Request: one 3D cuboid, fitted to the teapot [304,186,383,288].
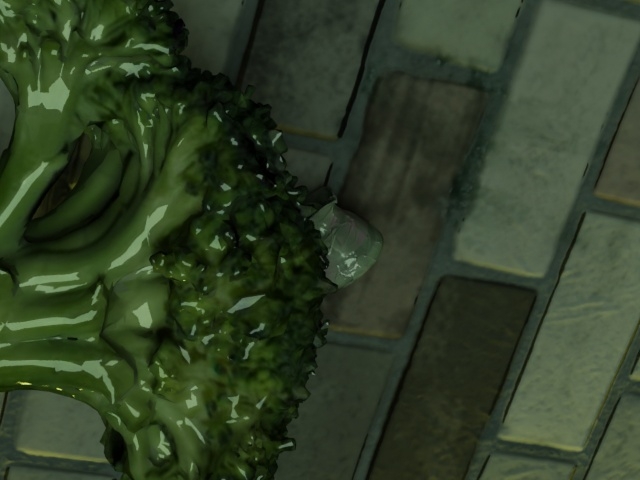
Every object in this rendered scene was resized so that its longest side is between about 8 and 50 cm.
[{"bbox_3d":[0.000,0.000,0.950,0.083,0.064,0.064,-24,115,37],"label":"teapot"}]

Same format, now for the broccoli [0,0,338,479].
[{"bbox_3d":[-0.179,0.066,0.812,0.397,0.275,0.353,-43,89,-11],"label":"broccoli"}]
